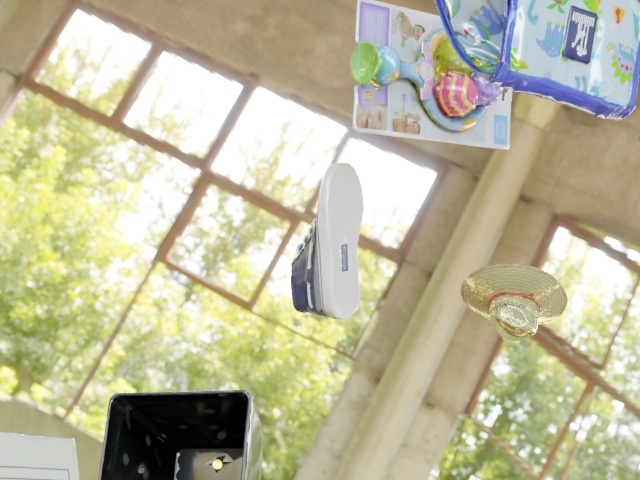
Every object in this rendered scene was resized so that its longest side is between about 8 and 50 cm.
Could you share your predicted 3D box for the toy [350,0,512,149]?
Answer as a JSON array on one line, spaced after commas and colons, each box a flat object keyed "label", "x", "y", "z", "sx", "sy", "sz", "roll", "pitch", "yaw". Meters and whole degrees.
[{"label": "toy", "x": 0.139, "y": -0.174, "z": 1.036, "sx": 0.237, "sy": 0.137, "sz": 0.056, "roll": 1, "pitch": 1, "yaw": -36}]

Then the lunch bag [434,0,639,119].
[{"label": "lunch bag", "x": 0.158, "y": -0.162, "z": 0.697, "sx": 0.129, "sy": 0.151, "sz": 0.096, "roll": 8, "pitch": -29, "yaw": -29}]

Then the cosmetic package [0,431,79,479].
[{"label": "cosmetic package", "x": -0.265, "y": 0.307, "z": 0.740, "sx": 0.129, "sy": 0.296, "sz": 0.153, "roll": -31, "pitch": -32, "yaw": 32}]

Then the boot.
[{"label": "boot", "x": 0.000, "y": 0.000, "z": 1.189, "sx": 0.069, "sy": 0.190, "sz": 0.086, "roll": 3, "pitch": -1, "yaw": -44}]

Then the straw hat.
[{"label": "straw hat", "x": 0.250, "y": 0.095, "z": 1.256, "sx": 0.144, "sy": 0.061, "sz": 0.144, "roll": 8, "pitch": -36, "yaw": 6}]

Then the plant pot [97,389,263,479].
[{"label": "plant pot", "x": -0.162, "y": 0.306, "z": 1.236, "sx": 0.188, "sy": 0.187, "sz": 0.167, "roll": -3, "pitch": -26, "yaw": 12}]
